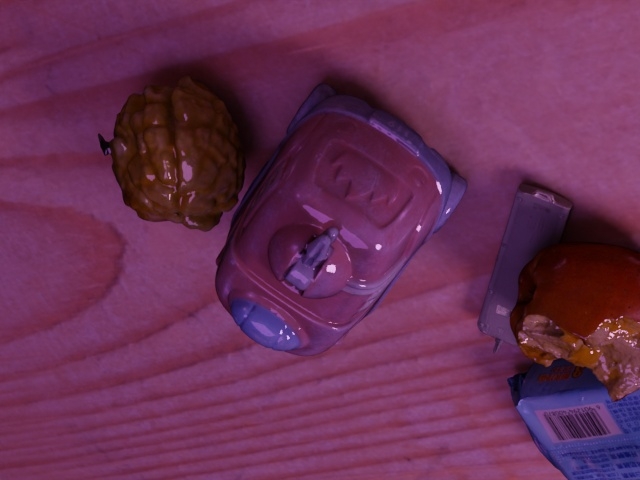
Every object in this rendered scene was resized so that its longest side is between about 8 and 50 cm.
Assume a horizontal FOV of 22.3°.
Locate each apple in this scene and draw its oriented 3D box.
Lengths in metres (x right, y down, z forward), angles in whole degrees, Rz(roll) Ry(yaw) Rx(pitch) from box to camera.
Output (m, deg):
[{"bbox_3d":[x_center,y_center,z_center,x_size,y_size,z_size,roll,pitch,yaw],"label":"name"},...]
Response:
[{"bbox_3d":[0.282,0.070,1.672,0.158,0.147,0.156,31,168,-8],"label":"apple"}]

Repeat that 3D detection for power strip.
[{"bbox_3d":[0.218,0.034,1.759,0.060,0.027,0.253,21,135,11],"label":"power strip"}]

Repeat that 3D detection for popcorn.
[{"bbox_3d":[-0.163,-0.098,1.788,0.173,0.142,0.173,45,156,26],"label":"popcorn"}]

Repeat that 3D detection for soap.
[{"bbox_3d":[0.346,0.190,1.787,0.293,0.077,0.156,-13,121,38],"label":"soap"}]

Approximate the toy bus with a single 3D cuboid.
[{"bbox_3d":[0.000,0.000,1.707,0.197,0.232,0.294,35,135,-2],"label":"toy bus"}]
